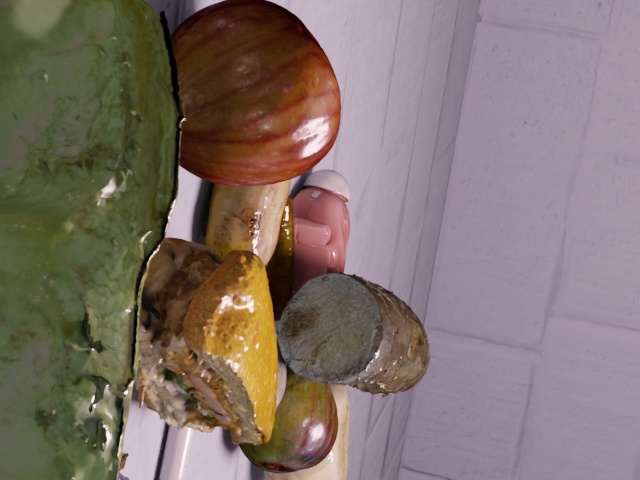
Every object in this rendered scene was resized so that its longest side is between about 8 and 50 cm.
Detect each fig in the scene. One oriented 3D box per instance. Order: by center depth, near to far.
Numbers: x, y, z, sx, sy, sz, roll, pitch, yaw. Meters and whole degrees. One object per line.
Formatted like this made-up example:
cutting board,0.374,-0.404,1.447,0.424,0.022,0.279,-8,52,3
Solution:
fig,-0.093,-0.118,1.036,0.175,0.207,0.175,161,-90,-83
fig,-0.039,0.186,1.576,0.149,0.149,0.245,81,14,-59

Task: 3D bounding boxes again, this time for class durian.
durian,-0.183,0.003,0.588,0.163,0.198,0.394,66,37,-67

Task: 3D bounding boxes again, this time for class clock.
clock,0.000,0.000,1.623,0.162,0.093,0.166,-64,161,-56

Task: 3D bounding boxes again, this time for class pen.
pen,-0.148,0.191,1.294,0.033,0.033,0.269,-4,106,-77

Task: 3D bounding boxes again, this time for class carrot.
carrot,-0.054,0.023,1.527,0.042,0.042,0.171,-54,150,-61

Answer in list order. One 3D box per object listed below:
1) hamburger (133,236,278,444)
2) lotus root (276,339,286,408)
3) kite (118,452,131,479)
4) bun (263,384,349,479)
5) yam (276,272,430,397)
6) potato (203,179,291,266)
hamburger,-0.112,0.087,1.114,0.283,0.144,0.156,80,16,-63
lotus root,-0.080,0.162,1.464,0.165,0.088,0.088,-81,174,-48
kite,-0.218,0.277,1.123,0.160,0.010,0.183,78,24,-54
bun,-0.022,0.289,1.736,0.178,0.128,0.193,81,13,-59
yam,0.048,0.122,1.526,0.254,0.154,0.154,20,83,-65
potato,-0.077,-0.041,1.268,0.107,0.080,0.170,17,89,-85
